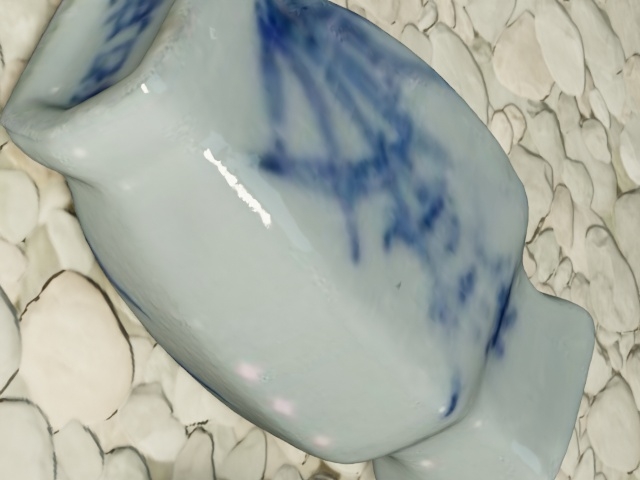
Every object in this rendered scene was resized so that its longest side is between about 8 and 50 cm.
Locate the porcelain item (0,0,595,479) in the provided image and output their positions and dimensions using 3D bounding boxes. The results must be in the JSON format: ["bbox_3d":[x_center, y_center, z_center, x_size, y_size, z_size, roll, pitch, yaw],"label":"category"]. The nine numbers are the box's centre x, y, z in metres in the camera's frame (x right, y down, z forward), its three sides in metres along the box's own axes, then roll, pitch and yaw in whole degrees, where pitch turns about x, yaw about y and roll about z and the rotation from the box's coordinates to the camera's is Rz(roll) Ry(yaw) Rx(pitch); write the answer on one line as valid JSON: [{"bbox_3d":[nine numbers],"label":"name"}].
[{"bbox_3d":[0.000,0.000,0.953,0.405,0.178,0.242,45,52,-33],"label":"porcelain item"}]
